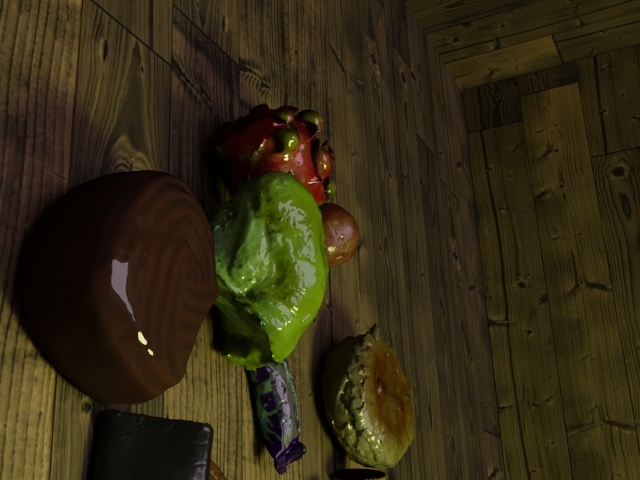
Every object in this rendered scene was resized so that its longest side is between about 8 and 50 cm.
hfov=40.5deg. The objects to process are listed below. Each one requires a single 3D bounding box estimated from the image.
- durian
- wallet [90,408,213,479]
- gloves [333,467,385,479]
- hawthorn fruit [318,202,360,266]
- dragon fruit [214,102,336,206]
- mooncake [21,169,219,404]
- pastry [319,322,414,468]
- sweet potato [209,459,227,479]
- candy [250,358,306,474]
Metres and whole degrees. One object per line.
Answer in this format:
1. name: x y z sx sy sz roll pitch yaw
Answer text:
1. durian: -0.098 0.046 1.530 0.256 0.204 0.339 43 76 -35
2. wallet: -0.244 0.398 1.195 0.170 0.044 0.321 13 59 -18
3. gloves: 0.086 0.659 1.897 0.133 0.116 0.294 2 85 -39
4. hawthorn fruit: 0.016 0.002 1.959 0.189 0.149 0.149 -72 143 -51
5. dragon fruit: -0.073 -0.156 1.723 0.307 0.227 0.243 -47 127 -66
6. mooncake: -0.266 0.064 1.241 0.326 0.174 0.334 -6 84 -69
7. pastry: 0.105 0.367 1.990 0.329 0.136 0.329 43 38 -47
8. sweet potato: -0.161 0.456 1.393 0.097 0.097 0.251 -33 111 -66
9. candy: -0.084 0.304 1.679 0.145 0.070 0.275 9 67 -73
